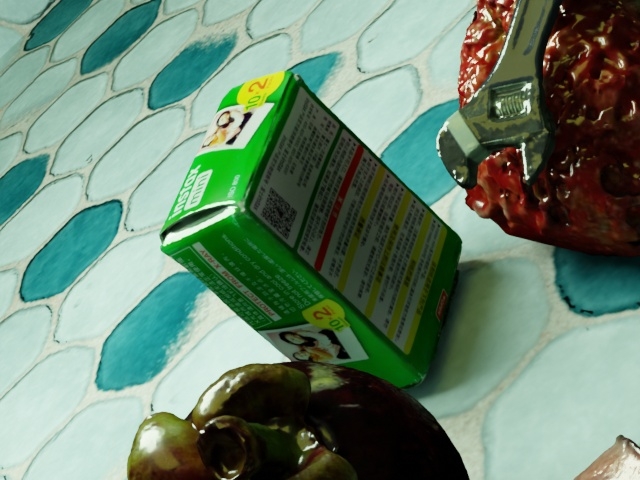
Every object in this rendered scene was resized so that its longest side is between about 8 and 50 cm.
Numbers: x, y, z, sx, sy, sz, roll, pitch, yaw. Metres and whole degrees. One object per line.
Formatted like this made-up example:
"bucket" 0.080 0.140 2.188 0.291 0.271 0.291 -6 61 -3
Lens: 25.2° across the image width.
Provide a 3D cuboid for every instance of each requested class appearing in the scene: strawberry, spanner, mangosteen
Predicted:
"strawberry" 0.207 -0.123 1.122 0.274 0.220 0.274 -29 28 17
"spanner" 0.167 -0.182 1.030 0.087 0.024 0.316 16 83 38
"mangosteen" -0.016 0.177 0.935 0.228 0.265 0.228 -10 54 14

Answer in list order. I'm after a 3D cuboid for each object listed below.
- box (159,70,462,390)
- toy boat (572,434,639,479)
"box" 0.000 0.000 1.171 0.103 0.250 0.180 -24 33 40
"toy boat" 0.152 0.266 0.806 0.282 0.096 0.206 -53 43 -2
